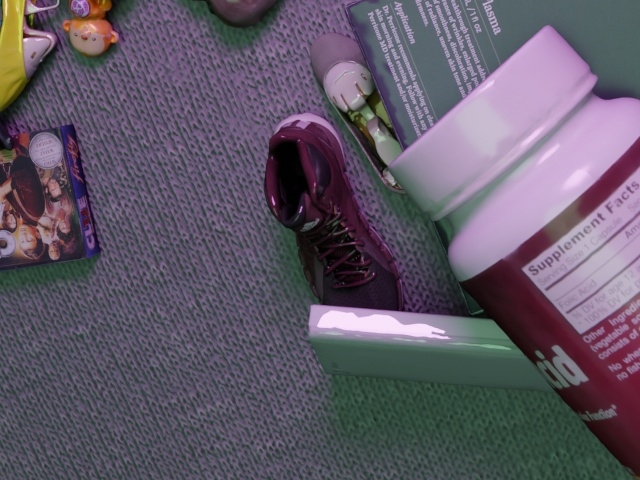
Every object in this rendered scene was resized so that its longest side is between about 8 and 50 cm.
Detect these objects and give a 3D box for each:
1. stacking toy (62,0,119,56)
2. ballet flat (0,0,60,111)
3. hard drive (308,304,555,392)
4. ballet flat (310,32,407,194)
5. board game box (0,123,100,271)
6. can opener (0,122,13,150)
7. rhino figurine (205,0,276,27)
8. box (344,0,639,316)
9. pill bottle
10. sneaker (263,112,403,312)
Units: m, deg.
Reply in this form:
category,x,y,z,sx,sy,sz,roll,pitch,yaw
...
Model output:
category,x,y,z,sx,sy,sz,roll,pitch,yaw
stacking toy,-0.251,-0.347,1.251,0.175,0.166,0.302,13,118,0
ballet flat,-0.348,-0.264,1.315,0.077,0.077,0.231,5,100,-5
hard drive,0.150,0.121,1.201,0.307,0.203,0.040,4,72,7
ballet flat,0.058,-0.143,1.246,0.072,0.068,0.213,-34,92,16
board game box,-0.407,-0.044,1.382,0.243,0.042,0.165,-9,99,14
can opener,-0.435,-0.161,1.346,0.186,0.059,0.073,35,150,22
rhino figurine,-0.051,-0.340,1.230,0.106,0.073,0.243,42,104,-7
box,0.243,-0.146,1.147,0.312,0.179,0.343,-21,96,17
pill bottle,0.255,0.021,0.970,0.224,0.224,0.392,-41,90,16
sneaker,0.000,0.000,1.237,0.106,0.162,0.281,-23,95,16
